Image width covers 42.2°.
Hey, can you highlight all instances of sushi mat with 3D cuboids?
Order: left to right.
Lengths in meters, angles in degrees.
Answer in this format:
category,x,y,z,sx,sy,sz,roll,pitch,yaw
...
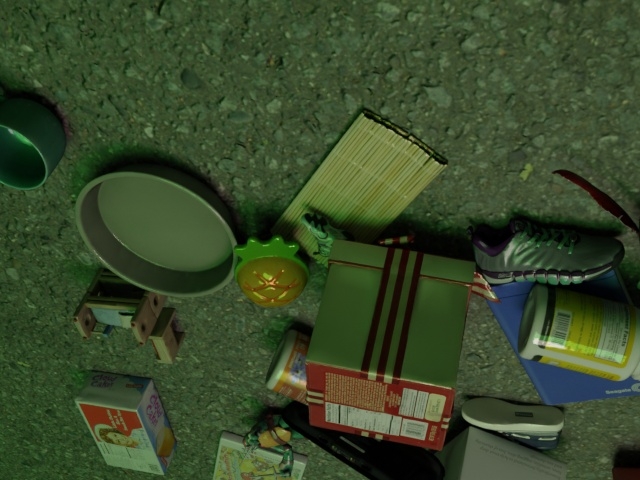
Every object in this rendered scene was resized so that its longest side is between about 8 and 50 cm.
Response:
category,x,y,z,sx,sy,sz,roll,pitch,yaw
sushi mat,0.051,-0.064,1.296,0.151,0.019,0.316,30,135,-11

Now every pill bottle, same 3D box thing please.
category,x,y,z,sx,sy,sz,roll,pitch,yaw
pill bottle,0.016,0.260,1.558,0.216,0.121,0.121,24,136,-6
pill bottle,0.415,0.145,1.253,0.209,0.119,0.119,14,136,4

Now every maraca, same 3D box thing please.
category,x,y,z,sx,sy,sz,roll,pitch,yaw
maraca,-0.083,0.047,1.385,0.127,0.099,0.185,-6,145,0

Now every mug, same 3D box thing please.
category,x,y,z,sx,sy,sz,roll,pitch,yaw
mug,-0.472,-0.170,1.306,0.129,0.097,0.157,8,135,12

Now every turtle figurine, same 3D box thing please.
category,x,y,z,sx,sy,sz,roll,pitch,yaw
turtle figurine,-0.092,0.417,1.757,0.234,0.118,0.175,-29,136,20

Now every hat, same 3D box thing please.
category,x,y,z,sx,sy,sz,roll,pitch,yaw
hat,0.470,-0.050,1.168,0.173,0.183,0.208,-36,155,17

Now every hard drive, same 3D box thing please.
category,x,y,z,sx,sy,sz,roll,pitch,yaw
hard drive,0.420,0.154,1.376,0.210,0.040,0.318,-14,128,29

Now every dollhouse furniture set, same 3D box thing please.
category,x,y,z,sx,sy,sz,roll,pitch,yaw
dollhouse furniture set,-0.361,0.166,1.583,0.129,0.129,0.183,3,134,16

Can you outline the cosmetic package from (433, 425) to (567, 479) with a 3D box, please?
category,x,y,z,sx,sy,sz,roll,pitch,yaw
cosmetic package,0.306,0.534,1.674,0.217,0.156,0.385,23,144,-5

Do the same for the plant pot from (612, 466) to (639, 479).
category,x,y,z,sx,sy,sz,roll,pitch,yaw
plant pot,0.693,0.545,1.537,0.243,0.275,0.275,-13,129,18

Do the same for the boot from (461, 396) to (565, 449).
category,x,y,z,sx,sy,sz,roll,pitch,yaw
boot,0.362,0.355,1.575,0.190,0.069,0.086,6,129,12

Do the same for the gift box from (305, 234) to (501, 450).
category,x,y,z,sx,sy,sz,roll,pitch,yaw
gift box,0.130,0.161,1.310,0.276,0.258,0.255,11,144,4

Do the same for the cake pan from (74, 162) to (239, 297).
category,x,y,z,sx,sy,sz,roll,pitch,yaw
cake pan,-0.274,-0.019,1.423,0.293,0.054,0.293,9,136,9

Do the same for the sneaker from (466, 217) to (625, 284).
category,x,y,z,sx,sy,sz,roll,pitch,yaw
sneaker,0.330,0.009,1.235,0.224,0.083,0.098,-8,126,26

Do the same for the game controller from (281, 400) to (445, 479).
category,x,y,z,sx,sy,sz,roll,pitch,yaw
game controller,0.080,0.385,1.579,0.319,0.166,0.067,27,116,25

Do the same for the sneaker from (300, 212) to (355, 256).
category,x,y,z,sx,sy,sz,roll,pitch,yaw
sneaker,0.000,0.000,1.335,0.098,0.038,0.069,32,135,-11

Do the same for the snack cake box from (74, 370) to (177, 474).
category,x,y,z,sx,sy,sz,roll,pitch,yaw
snack cake box,-0.438,0.418,1.890,0.152,0.089,0.264,7,135,14

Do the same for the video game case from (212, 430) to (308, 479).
category,x,y,z,sx,sy,sz,roll,pitch,yaw
video game case,-0.148,0.546,1.967,0.206,0.026,0.227,17,137,2
